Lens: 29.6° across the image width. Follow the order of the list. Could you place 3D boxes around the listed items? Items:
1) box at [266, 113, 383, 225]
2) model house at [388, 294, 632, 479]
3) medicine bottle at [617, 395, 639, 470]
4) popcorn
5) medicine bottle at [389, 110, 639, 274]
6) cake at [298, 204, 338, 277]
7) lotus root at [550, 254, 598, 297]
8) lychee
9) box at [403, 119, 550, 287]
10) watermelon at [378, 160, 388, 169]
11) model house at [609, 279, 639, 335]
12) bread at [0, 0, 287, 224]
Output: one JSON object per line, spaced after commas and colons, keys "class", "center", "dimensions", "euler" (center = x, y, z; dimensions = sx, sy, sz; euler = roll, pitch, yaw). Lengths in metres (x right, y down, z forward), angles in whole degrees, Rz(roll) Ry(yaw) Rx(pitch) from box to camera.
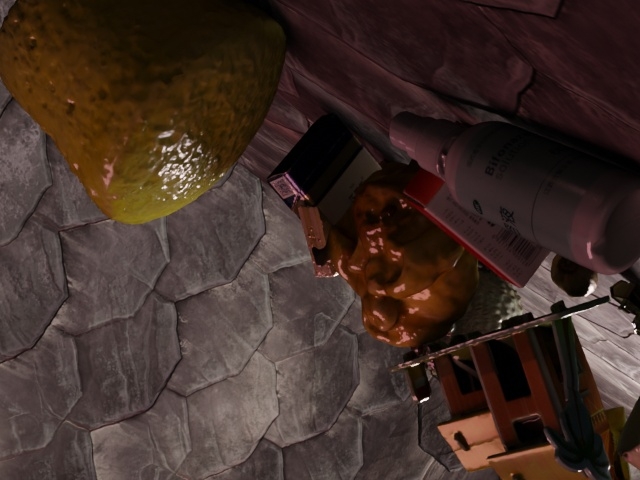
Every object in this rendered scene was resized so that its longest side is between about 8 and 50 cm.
{"class": "box", "center": [0.045, -0.064, 2.011], "dimensions": [0.259, 0.168, 0.071], "euler": [49, 144, -15]}
{"class": "model house", "center": [0.277, 0.277, 1.719], "dimensions": [0.340, 0.300, 0.323], "euler": [-10, -101, -58]}
{"class": "medicine bottle", "center": [0.626, 0.303, 1.598], "dimensions": [0.406, 0.235, 0.236], "euler": [34, 176, 5]}
{"class": "popcorn", "center": [0.125, 0.005, 1.852], "dimensions": [0.281, 0.297, 0.315], "euler": [-9, 146, 5]}
{"class": "medicine bottle", "center": [0.205, -0.073, 1.349], "dimensions": [0.352, 0.110, 0.110], "euler": [30, 174, 45]}
{"class": "cake", "center": [0.000, 0.000, 1.930], "dimensions": [0.052, 0.065, 0.121], "euler": [-6, 122, 47]}
{"class": "lotus root", "center": [0.378, 0.049, 1.802], "dimensions": [0.073, 0.062, 0.150], "euler": [38, 179, 21]}
{"class": "lychee", "center": [0.312, 0.178, 2.571], "dimensions": [0.255, 0.255, 0.274], "euler": [32, -176, 22]}
{"class": "box", "center": [0.218, -0.043, 1.557], "dimensions": [0.229, 0.123, 0.050], "euler": [36, 180, -35]}
{"class": "watermelon", "center": [0.122, -0.102, 2.118], "dimensions": [0.092, 0.084, 0.072], "euler": [-20, 112, 39]}
{"class": "model house", "center": [0.466, 0.102, 1.787], "dimensions": [0.083, 0.057, 0.058], "euler": [33, 172, -16]}
{"class": "bread", "center": [-0.241, -0.220, 1.630], "dimensions": [0.308, 0.348, 0.348], "euler": [40, 178, 19]}
